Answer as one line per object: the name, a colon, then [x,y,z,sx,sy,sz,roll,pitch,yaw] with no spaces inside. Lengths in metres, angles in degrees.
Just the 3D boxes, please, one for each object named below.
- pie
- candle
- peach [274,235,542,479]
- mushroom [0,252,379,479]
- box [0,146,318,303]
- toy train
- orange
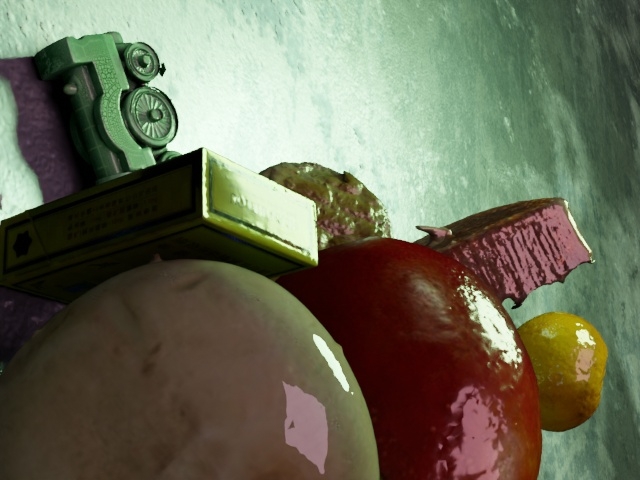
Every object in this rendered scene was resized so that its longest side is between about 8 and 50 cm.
pie: [0.000,0.000,1.149,0.195,0.046,0.195,10,54,-14]
candle: [0.173,0.027,1.278,0.317,0.287,0.131,-29,96,-55]
peach: [0.055,0.167,0.951,0.281,0.281,0.338,47,37,-36]
mushroom: [-0.090,0.159,0.816,0.290,0.293,0.292,-2,77,-81]
box: [-0.131,0.002,0.854,0.141,0.220,0.064,23,57,-51]
toy train: [-0.182,-0.102,0.970,0.105,0.071,0.178,-18,90,-51]
orange: [0.344,0.192,1.580,0.177,0.155,0.177,-57,162,-31]
